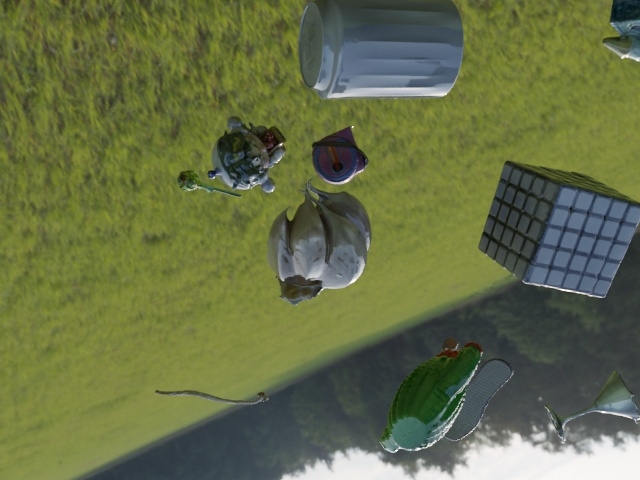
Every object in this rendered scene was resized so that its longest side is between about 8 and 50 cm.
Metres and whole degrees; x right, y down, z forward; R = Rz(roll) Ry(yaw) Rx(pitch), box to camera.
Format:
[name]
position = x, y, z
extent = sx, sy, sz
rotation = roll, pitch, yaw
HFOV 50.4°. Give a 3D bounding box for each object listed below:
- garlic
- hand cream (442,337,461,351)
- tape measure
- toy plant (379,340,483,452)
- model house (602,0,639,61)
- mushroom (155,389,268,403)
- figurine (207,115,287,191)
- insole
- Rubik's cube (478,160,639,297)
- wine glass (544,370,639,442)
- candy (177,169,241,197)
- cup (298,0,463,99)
[garlic]
position = 0.000, 0.000, 1.522
extent = 0.237, 0.210, 0.292
rotation = 15, 126, -9
[hand cream]
position = 0.312, 0.292, 1.594
extent = 0.043, 0.067, 0.209
rotation = 5, 146, 19
[tape measure]
position = 0.043, -0.190, 1.566
extent = 0.125, 0.118, 0.074
rotation = -19, 179, 8
[toy plant]
position = 0.172, 0.212, 0.980
extent = 0.240, 0.088, 0.154
rotation = -39, 167, -35
[model house]
position = 0.749, -0.518, 1.528
extent = 0.325, 0.194, 0.267
rotation = 16, 169, 4
[mushroom]
position = -0.259, 0.379, 1.646
extent = 0.286, 0.028, 0.026
rotation = 8, 151, -25
[figurine]
position = -0.219, -0.277, 2.206
extent = 0.186, 0.261, 0.382
rotation = -42, 180, 28
[insole]
position = 0.349, 0.365, 1.551
extent = 0.253, 0.086, 0.005
rotation = -61, 179, 25
[Rubik's cube]
position = 0.537, -0.031, 1.552
extent = 0.237, 0.238, 0.237
rotation = 8, -162, -19
[wine glass]
position = 0.614, 0.382, 1.547
extent = 0.183, 0.122, 0.122
rotation = -23, 170, 8
[candy]
position = -0.299, -0.146, 1.855
extent = 0.194, 0.062, 0.058
rotation = 15, 117, -33
[cup]
position = 0.121, -0.477, 1.593
extent = 0.327, 0.322, 0.236
rotation = -4, 137, -16
